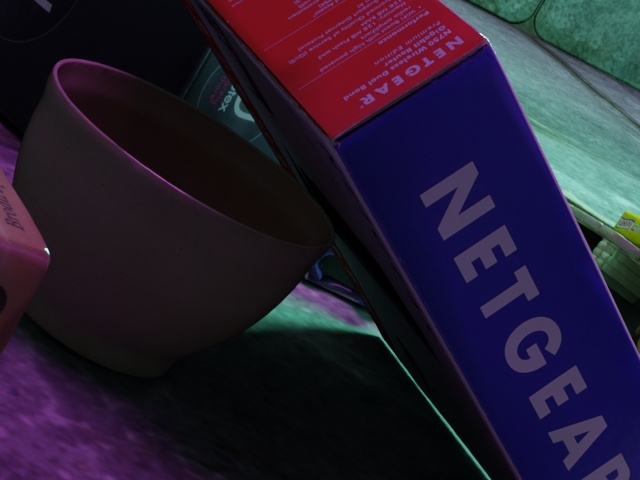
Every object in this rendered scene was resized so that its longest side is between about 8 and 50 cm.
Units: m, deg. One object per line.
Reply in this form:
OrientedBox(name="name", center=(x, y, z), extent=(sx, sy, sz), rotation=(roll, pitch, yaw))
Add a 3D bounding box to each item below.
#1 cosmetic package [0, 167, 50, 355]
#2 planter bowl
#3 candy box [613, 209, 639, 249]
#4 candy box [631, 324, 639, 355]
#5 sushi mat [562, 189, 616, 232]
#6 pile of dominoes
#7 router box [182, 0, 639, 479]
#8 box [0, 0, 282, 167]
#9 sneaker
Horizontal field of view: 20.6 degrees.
OrientedBox(name="cosmetic package", center=(-0.258, -0.017, 0.564), extent=(0.296, 0.129, 0.153), rotation=(18, 20, -38))
OrientedBox(name="planter bowl", center=(-0.089, -0.002, 0.880), extent=(0.162, 0.109, 0.162), rotation=(32, 15, -9))
OrientedBox(name="candy box", center=(0.353, 0.049, 1.550), extent=(0.206, 0.027, 0.105), rotation=(37, 2, -9))
OrientedBox(name="candy box", center=(0.337, 0.125, 1.413), extent=(0.187, 0.053, 0.109), rotation=(30, 12, 4))
OrientedBox(name="sushi mat", center=(0.332, 0.012, 1.757), extent=(0.151, 0.019, 0.316), rotation=(29, 6, -10))
OrientedBox(name="pile of dominoes", center=(0.292, 0.048, 1.530), extent=(0.196, 0.040, 0.251), rotation=(37, 5, -7))
OrientedBox(name="router box", center=(0.053, -0.013, 0.932), extent=(0.335, 0.082, 0.301), rotation=(59, -4, -34))
OrientedBox(name="box", center=(-0.130, -0.142, 1.165), extent=(0.270, 0.165, 0.143), rotation=(40, 17, 34))
OrientedBox(name="sneaker", center=(0.000, 0.000, 1.177), extent=(0.135, 0.052, 0.058), rotation=(32, 19, 9))
